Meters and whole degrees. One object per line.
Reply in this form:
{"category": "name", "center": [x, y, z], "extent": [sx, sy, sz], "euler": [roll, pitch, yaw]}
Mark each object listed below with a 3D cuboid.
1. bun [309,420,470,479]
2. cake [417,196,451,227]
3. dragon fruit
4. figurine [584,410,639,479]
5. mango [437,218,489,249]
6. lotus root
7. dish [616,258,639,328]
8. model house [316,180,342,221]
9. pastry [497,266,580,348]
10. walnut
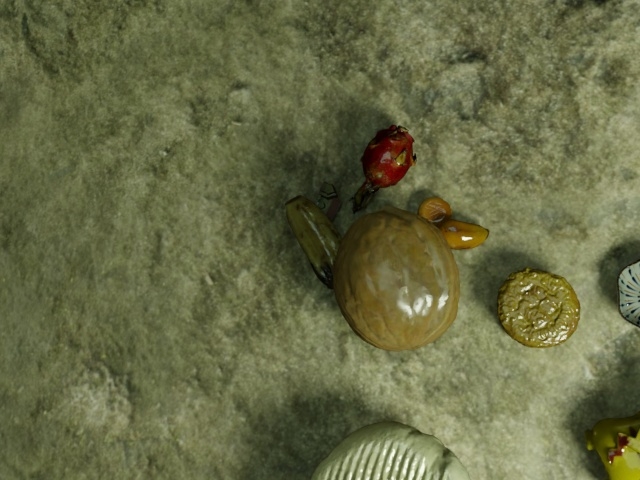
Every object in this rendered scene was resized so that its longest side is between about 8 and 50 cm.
{"category": "bun", "center": [0.154, 0.575, 1.597], "extent": [0.365, 0.219, 0.365], "euler": [-8, 67, 19]}
{"category": "cake", "center": [0.280, -0.064, 1.810], "extent": [0.084, 0.044, 0.084], "euler": [-3, 75, 12]}
{"category": "dragon fruit", "center": [0.147, -0.172, 1.838], "extent": [0.125, 0.125, 0.246], "euler": [37, 104, 4]}
{"category": "figurine", "center": [0.723, 0.404, 1.540], "extent": [0.326, 0.169, 0.218], "euler": [-24, 78, 7]}
{"category": "mango", "center": [0.339, -0.011, 1.768], "extent": [0.127, 0.077, 0.063], "euler": [3, 54, -1]}
{"category": "lotus root", "center": [0.000, 0.000, 1.821], "extent": [0.110, 0.097, 0.259], "euler": [-34, 82, 40]}
{"category": "dish", "center": [0.749, 0.127, 1.651], "extent": [0.190, 0.066, 0.191], "euler": [-2, 76, 9]}
{"category": "model house", "center": [0.021, -0.097, 1.868], "extent": [0.058, 0.057, 0.083], "euler": [26, 84, 23]}
{"category": "pastry", "center": [0.494, 0.156, 1.681], "extent": [0.188, 0.103, 0.189], "euler": [-3, 76, 12]}
{"category": "walnut", "center": [0.170, 0.084, 1.668], "extent": [0.332, 0.333, 0.333], "euler": [-3, 77, 12]}
